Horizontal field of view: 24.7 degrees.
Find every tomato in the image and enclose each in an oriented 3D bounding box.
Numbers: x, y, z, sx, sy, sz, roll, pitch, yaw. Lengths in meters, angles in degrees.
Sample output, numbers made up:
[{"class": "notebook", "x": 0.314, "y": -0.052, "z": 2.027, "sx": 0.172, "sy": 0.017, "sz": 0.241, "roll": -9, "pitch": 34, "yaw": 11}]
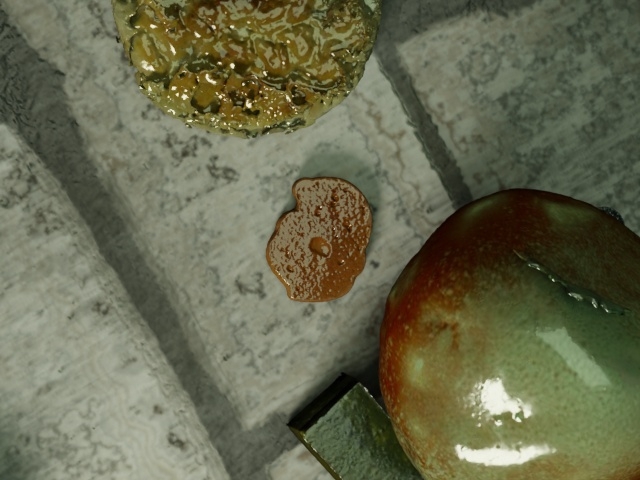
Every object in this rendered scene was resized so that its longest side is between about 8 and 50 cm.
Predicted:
[{"class": "tomato", "x": 0.194, "y": 0.104, "z": 1.338, "sx": 0.304, "sy": 0.239, "sz": 0.303, "roll": 2, "pitch": 99, "yaw": 12}]

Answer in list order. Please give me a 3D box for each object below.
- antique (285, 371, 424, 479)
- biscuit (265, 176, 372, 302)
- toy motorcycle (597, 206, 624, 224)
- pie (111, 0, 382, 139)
[{"class": "antique", "x": 0.070, "y": 0.240, "z": 1.448, "sx": 0.080, "sy": 0.081, "sz": 0.221, "roll": -41, "pitch": 99, "yaw": -8}, {"class": "biscuit", "x": 0.000, "y": 0.000, "z": 1.459, "sx": 0.102, "sy": 0.019, "sz": 0.130, "roll": 18, "pitch": 87, "yaw": -13}, {"class": "toy motorcycle", "x": 0.247, "y": 0.051, "z": 1.497, "sx": 0.190, "sy": 0.074, "sz": 0.106, "roll": -37, "pitch": 107, "yaw": -10}, {"class": "pie", "x": -0.070, "y": -0.233, "z": 1.422, "sx": 0.274, "sy": 0.055, "sz": 0.274, "roll": -1, "pitch": 94, "yaw": -8}]
